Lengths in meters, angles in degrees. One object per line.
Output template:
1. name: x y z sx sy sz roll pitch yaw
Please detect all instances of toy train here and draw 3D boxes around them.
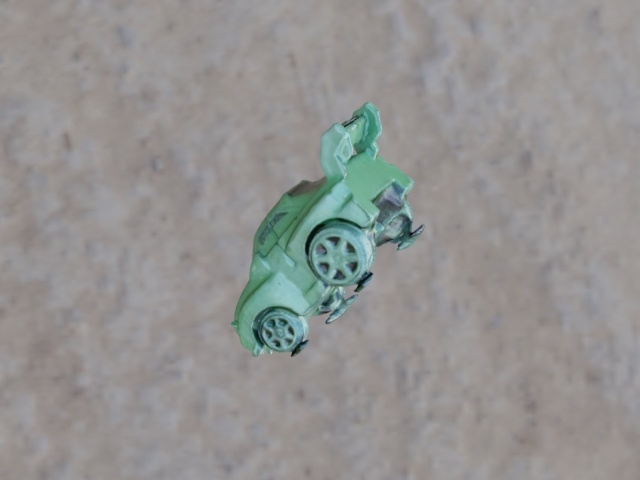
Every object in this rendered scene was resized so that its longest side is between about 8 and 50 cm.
1. toy train: 0.000 0.000 1.171 0.081 0.149 0.099 45 28 2
